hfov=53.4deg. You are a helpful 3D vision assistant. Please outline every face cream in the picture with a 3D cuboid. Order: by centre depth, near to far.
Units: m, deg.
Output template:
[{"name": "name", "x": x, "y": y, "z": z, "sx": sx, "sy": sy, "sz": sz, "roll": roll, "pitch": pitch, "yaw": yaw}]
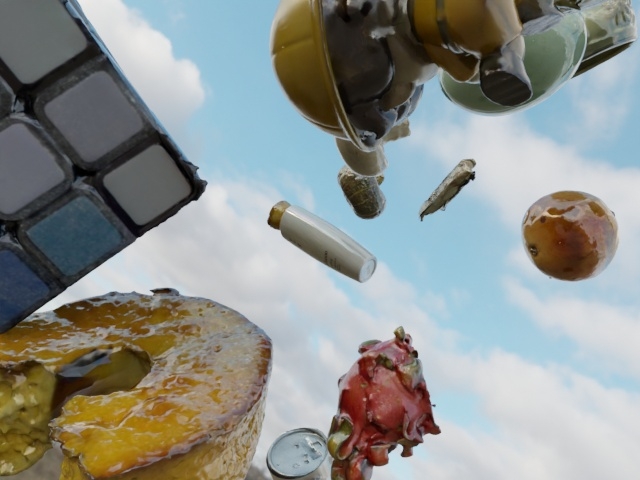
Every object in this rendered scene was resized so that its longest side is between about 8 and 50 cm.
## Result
[{"name": "face cream", "x": 0.000, "y": 0.000, "z": 0.920, "sx": 0.182, "sy": 0.051, "sz": 0.072, "roll": 32, "pitch": -27, "yaw": 31}]

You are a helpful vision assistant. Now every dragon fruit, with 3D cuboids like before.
[{"name": "dragon fruit", "x": 0.075, "y": 0.212, "z": 0.792, "sx": 0.150, "sy": 0.208, "sz": 0.133, "roll": 26, "pitch": -15, "yaw": 26}]

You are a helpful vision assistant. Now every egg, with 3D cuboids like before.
[{"name": "egg", "x": 0.341, "y": -0.333, "z": 1.156, "sx": 0.282, "sy": 0.203, "sz": 0.203, "roll": -15, "pitch": -53, "yaw": 45}]

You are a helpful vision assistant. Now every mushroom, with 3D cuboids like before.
[{"name": "mushroom", "x": 0.136, "y": -0.270, "z": 1.736, "sx": 0.209, "sy": 0.206, "sz": 0.206, "roll": 2, "pitch": -35, "yaw": 19}]

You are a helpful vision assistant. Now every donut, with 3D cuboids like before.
[{"name": "donut", "x": -0.240, "y": 0.210, "z": 0.810, "sx": 0.435, "sy": 0.377, "sz": 0.163, "roll": 17, "pitch": -65, "yaw": 42}]

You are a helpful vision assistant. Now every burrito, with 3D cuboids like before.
[{"name": "burrito", "x": 0.235, "y": -0.091, "z": 1.179, "sx": 0.042, "sy": 0.051, "sz": 0.171, "roll": 31, "pitch": -38, "yaw": -1}]

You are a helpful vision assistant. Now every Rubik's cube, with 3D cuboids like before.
[{"name": "Rubik's cube", "x": -0.420, "y": -0.153, "z": 0.860, "sx": 0.359, "sy": 0.363, "sz": 0.362, "roll": 51, "pitch": -6, "yaw": 50}]

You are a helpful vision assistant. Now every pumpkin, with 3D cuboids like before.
[{"name": "pumpkin", "x": 0.155, "y": -0.188, "z": 2.241, "sx": 0.219, "sy": 0.162, "sz": 0.219, "roll": 60, "pitch": 6, "yaw": -11}]

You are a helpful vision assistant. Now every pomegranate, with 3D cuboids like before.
[{"name": "pomegranate", "x": 0.503, "y": -0.009, "z": 1.284, "sx": 0.191, "sy": 0.191, "sz": 0.191, "roll": 29, "pitch": -24, "yaw": 14}]

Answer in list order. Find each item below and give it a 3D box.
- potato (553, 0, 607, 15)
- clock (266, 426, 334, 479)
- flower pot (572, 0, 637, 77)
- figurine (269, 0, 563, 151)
[{"name": "potato", "x": 0.182, "y": -0.363, "z": 0.669, "sx": 0.359, "sy": 0.270, "sz": 0.219, "roll": 8, "pitch": 0, "yaw": 40}, {"name": "clock", "x": -0.046, "y": 0.504, "z": 1.476, "sx": 0.229, "sy": 0.155, "sz": 0.063, "roll": 40, "pitch": -29, "yaw": 56}, {"name": "flower pot", "x": 0.586, "y": -0.526, "z": 1.544, "sx": 0.244, "sy": 0.307, "sz": 0.307, "roll": 66, "pitch": -26, "yaw": 1}, {"name": "figurine", "x": 0.062, "y": -0.184, "z": 0.554, "sx": 0.167, "sy": 0.192, "sz": 0.257, "roll": 15, "pitch": -15, "yaw": -36}]
